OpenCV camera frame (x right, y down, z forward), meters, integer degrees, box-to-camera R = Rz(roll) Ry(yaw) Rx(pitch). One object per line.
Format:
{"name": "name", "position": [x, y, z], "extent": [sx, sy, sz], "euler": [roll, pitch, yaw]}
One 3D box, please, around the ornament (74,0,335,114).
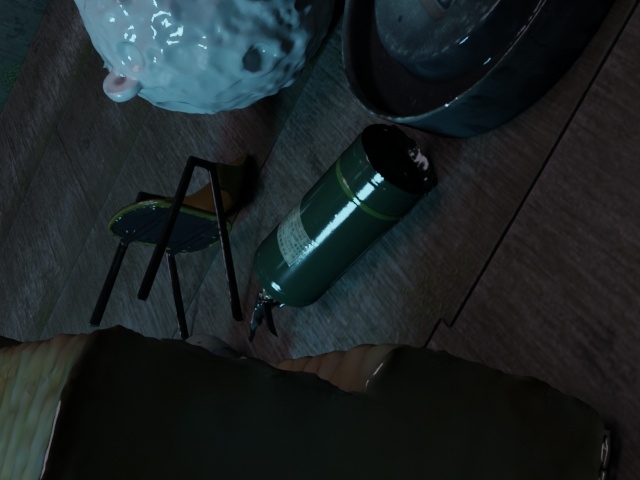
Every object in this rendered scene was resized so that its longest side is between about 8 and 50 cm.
{"name": "ornament", "position": [-0.133, -0.324, 1.443], "extent": [0.337, 0.337, 0.337], "euler": [-38, 42, 45]}

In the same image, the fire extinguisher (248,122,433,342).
{"name": "fire extinguisher", "position": [0.000, 0.000, 1.246], "extent": [0.294, 0.093, 0.118], "euler": [-46, 37, 39]}

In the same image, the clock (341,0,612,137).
{"name": "clock", "position": [0.159, -0.286, 1.162], "extent": [0.386, 0.076, 0.386], "euler": [-37, 43, 45]}

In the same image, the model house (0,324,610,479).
{"name": "model house", "position": [-0.089, 0.262, 0.872], "extent": [0.400, 0.445, 0.395], "euler": [-6, 70, 57]}

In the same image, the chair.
{"name": "chair", "position": [-0.182, -0.009, 1.507], "extent": [0.159, 0.172, 0.247], "euler": [-26, 58, 53]}

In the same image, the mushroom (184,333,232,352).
{"name": "mushroom", "position": [-0.166, 0.198, 1.331], "extent": [0.092, 0.081, 0.223], "euler": [-55, 3, 42]}
